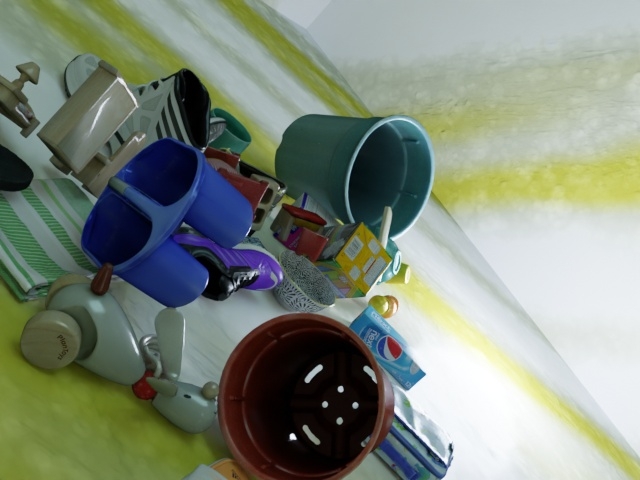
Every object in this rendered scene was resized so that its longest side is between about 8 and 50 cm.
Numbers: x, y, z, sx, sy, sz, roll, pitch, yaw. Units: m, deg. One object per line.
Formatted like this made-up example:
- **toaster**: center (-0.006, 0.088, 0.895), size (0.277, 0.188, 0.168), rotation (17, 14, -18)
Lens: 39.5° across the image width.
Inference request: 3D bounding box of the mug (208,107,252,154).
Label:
- **mug**: center (-0.268, -0.275, 2.313), size (0.158, 0.097, 0.129), rotation (44, 19, -1)

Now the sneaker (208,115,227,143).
- **sneaker**: center (-0.346, -0.304, 2.165), size (0.226, 0.086, 0.163), rotation (-20, 63, -47)

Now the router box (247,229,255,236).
- **router box**: center (-0.232, -0.097, 2.099), size (0.179, 0.046, 0.133), rotation (30, 24, -36)

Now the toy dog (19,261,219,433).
- **toy dog**: center (-0.274, 0.147, 1.333), size (0.333, 0.161, 0.220), rotation (29, 25, -39)

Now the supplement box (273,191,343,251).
- **supplement box**: center (0.000, 0.000, 2.276), size (0.220, 0.111, 0.114), rotation (40, 20, -12)

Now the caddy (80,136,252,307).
- **caddy**: center (-0.268, -0.042, 1.449), size (0.179, 0.241, 0.341), rotation (42, -8, -30)

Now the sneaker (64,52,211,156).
- **sneaker**: center (-0.369, -0.303, 1.917), size (0.169, 0.257, 0.447), rotation (13, 36, -57)

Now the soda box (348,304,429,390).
- **soda box**: center (0.165, 0.259, 2.149), size (0.210, 0.067, 0.071), rotation (44, 19, 0)

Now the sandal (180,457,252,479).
- **sandal**: center (-0.151, 0.359, 1.276), size (0.102, 0.076, 0.265), rotation (46, 19, 5)

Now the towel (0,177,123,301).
- **towel**: center (-0.453, -0.015, 1.491), size (0.248, 0.038, 0.325), rotation (48, 19, 11)

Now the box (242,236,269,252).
- **box**: center (-0.160, 0.032, 2.009), size (0.094, 0.027, 0.137), rotation (51, 20, 22)

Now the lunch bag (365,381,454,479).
- **lunch bag**: center (0.174, 0.404, 1.840), size (0.219, 0.090, 0.176), rotation (45, 22, 4)

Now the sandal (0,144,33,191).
- **sandal**: center (-0.643, -0.236, 1.413), size (0.446, 0.107, 0.167), rotation (38, 17, -11)

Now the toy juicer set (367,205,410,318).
- **toy juicer set**: center (0.146, 0.079, 2.278), size (0.089, 0.209, 0.329), rotation (10, -28, 20)

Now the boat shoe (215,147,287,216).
- **boat shoe**: center (-0.212, -0.163, 2.057), size (0.305, 0.091, 0.109), rotation (31, 20, -31)

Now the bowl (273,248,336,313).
- **bowl**: center (-0.053, 0.108, 1.992), size (0.170, 0.080, 0.170), rotation (39, 19, -16)

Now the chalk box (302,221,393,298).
- **chalk box**: center (0.039, 0.052, 2.133), size (0.132, 0.213, 0.132), rotation (49, 61, -21)

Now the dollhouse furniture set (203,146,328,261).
- **dollhouse furniture set**: center (-0.118, -0.075, 1.957), size (0.374, 0.152, 0.201), rotation (16, 16, -33)

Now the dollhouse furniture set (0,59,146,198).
- **dollhouse furniture set**: center (-0.516, -0.284, 1.605), size (0.355, 0.174, 0.303), rotation (34, -14, 20)

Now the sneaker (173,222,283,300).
- **sneaker**: center (-0.190, 0.069, 1.781), size (0.293, 0.102, 0.146), rotation (23, 32, -37)

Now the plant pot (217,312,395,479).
- **plant pot**: center (0.003, 0.273, 1.494), size (0.272, 0.272, 0.265), rotation (52, 5, 20)

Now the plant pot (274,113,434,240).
- **plant pot**: center (0.072, -0.197, 2.424), size (0.334, 0.341, 0.341), rotation (19, -3, 43)
